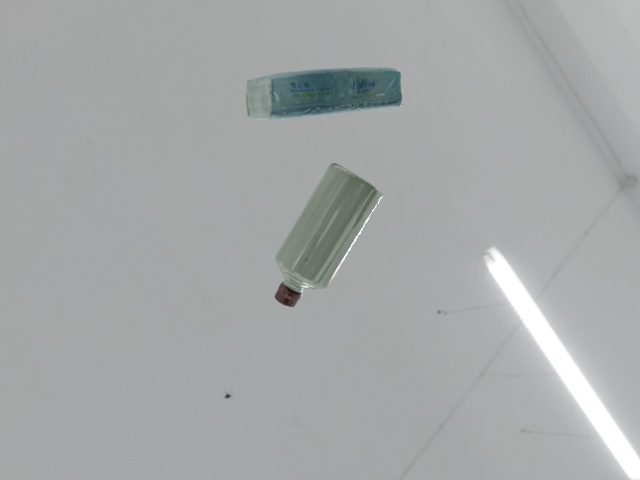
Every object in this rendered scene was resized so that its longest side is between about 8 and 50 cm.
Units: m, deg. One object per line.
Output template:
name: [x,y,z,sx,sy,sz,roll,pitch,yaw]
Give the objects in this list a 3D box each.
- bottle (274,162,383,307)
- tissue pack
bottle: [0.000,0.000,1.013,0.104,0.104,0.245,29,-85,-22]
tissue pack: [0.002,-0.283,1.177,0.264,0.177,0.089,-11,-74,-19]
